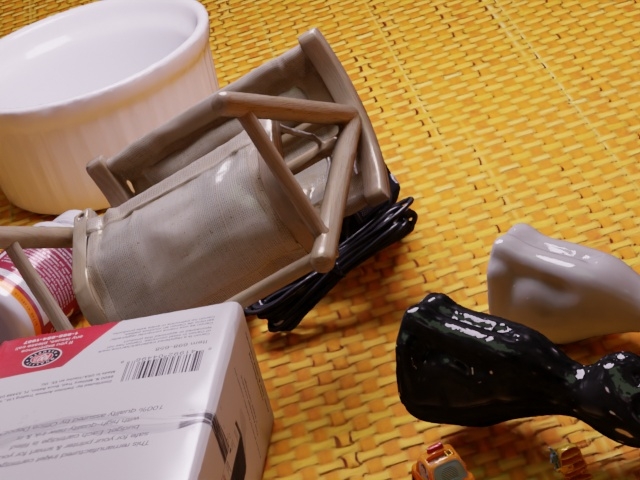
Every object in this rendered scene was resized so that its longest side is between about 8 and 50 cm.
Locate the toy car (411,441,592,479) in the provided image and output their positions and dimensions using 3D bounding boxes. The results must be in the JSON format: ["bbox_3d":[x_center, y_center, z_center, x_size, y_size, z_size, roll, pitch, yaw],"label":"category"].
[{"bbox_3d":[0.120,0.149,1.291,0.122,0.040,0.060,-15,26,4],"label":"toy car"}]

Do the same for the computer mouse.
[{"bbox_3d":[0.000,0.000,1.646,0.184,0.060,0.262,-37,21,5],"label":"computer mouse"}]

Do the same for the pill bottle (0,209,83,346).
[{"bbox_3d":[-0.252,0.038,1.674,0.086,0.086,0.152,2,32,33],"label":"pill bottle"}]

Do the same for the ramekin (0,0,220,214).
[{"bbox_3d":[-0.232,-0.140,1.952,0.277,0.135,0.277,-13,27,7],"label":"ramekin"}]

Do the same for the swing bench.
[{"bbox_3d":[-0.096,-0.026,1.533,0.253,0.165,0.255,-29,7,23],"label":"swing bench"}]

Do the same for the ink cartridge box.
[{"bbox_3d":[-0.153,0.171,1.326,0.197,0.114,0.273,-10,26,12],"label":"ink cartridge box"}]

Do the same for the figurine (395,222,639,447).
[{"bbox_3d":[0.196,0.073,1.344,0.209,0.092,0.215,12,30,32],"label":"figurine"}]
